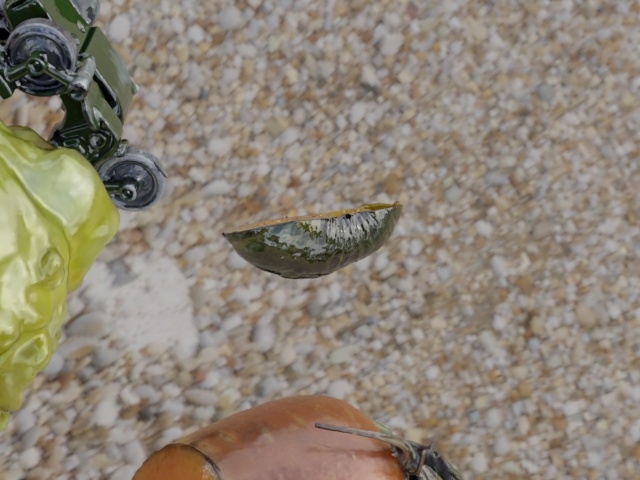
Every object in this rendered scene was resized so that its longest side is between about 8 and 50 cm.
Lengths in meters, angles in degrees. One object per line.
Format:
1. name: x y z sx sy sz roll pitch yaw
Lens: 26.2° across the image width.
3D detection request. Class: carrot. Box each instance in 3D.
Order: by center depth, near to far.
1. carrot: -0.024 0.239 1.263 0.331 0.193 0.214 -10 119 -35

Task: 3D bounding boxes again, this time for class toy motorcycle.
1. toy motorcycle: -0.269 -0.164 1.483 0.275 0.127 0.205 59 17 -27

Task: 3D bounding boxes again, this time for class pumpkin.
1. pumpkin: 0.000 0.001 0.577 0.083 0.050 0.028 -14 95 -28

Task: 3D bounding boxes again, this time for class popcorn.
1. popcorn: -0.356 0.026 1.278 0.312 0.312 0.312 8 70 -24
